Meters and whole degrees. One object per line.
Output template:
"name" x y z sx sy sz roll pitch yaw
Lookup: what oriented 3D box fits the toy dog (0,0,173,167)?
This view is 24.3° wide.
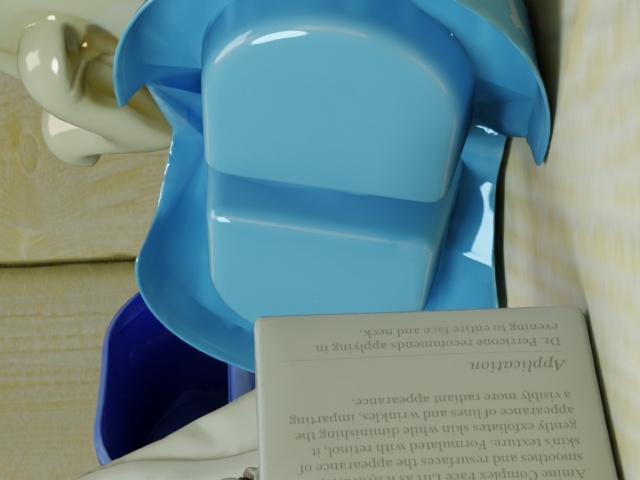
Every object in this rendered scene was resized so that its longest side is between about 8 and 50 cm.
"toy dog" -0.143 -0.199 0.940 0.395 0.407 0.285 94 172 -70

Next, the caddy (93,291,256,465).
"caddy" -0.057 0.134 1.216 0.341 0.241 0.179 -98 1 -58

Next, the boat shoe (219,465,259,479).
"boat shoe" 0.001 0.133 0.802 0.127 0.158 0.341 -146 54 -87

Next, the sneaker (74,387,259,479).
"sneaker" -0.053 0.159 1.007 0.106 0.290 0.123 64 -157 -23

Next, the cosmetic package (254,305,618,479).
"cosmetic package" 0.039 0.134 0.460 0.085 0.117 0.231 90 178 -52

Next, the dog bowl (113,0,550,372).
"dog bowl" 0.006 -0.038 0.633 0.297 0.165 0.074 94 -175 -57
